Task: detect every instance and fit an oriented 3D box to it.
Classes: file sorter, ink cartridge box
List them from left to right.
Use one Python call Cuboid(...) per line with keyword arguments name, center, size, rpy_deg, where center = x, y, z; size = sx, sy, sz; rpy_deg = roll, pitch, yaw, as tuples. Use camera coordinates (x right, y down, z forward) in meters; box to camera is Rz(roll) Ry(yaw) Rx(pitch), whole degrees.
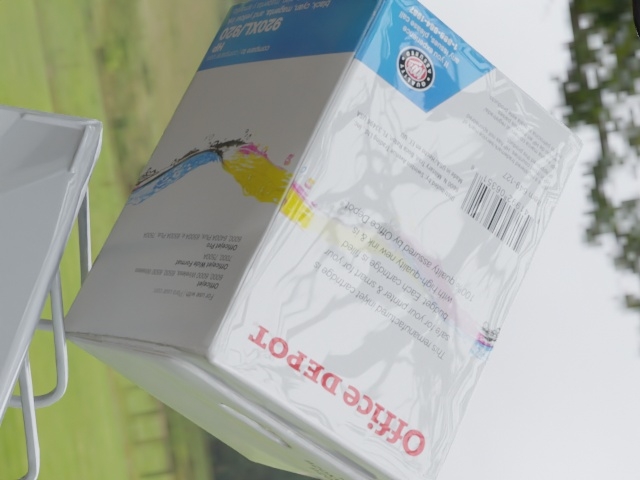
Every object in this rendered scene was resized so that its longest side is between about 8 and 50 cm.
Cuboid(name="file sorter", center=(-0.240, 0.073, 0.950), size=(0.278, 0.192, 0.173), rpy_deg=(-77, 175, -45))
Cuboid(name="ink cartridge box", center=(0.000, 0.000, 1.024), size=(0.168, 0.171, 0.233), rpy_deg=(2, -119, 54))

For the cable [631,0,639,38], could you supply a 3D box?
Cuboid(name="cable", center=(0.213, -0.104, 0.674), size=(0.047, 0.184, 0.151), rpy_deg=(-119, -147, -71))
